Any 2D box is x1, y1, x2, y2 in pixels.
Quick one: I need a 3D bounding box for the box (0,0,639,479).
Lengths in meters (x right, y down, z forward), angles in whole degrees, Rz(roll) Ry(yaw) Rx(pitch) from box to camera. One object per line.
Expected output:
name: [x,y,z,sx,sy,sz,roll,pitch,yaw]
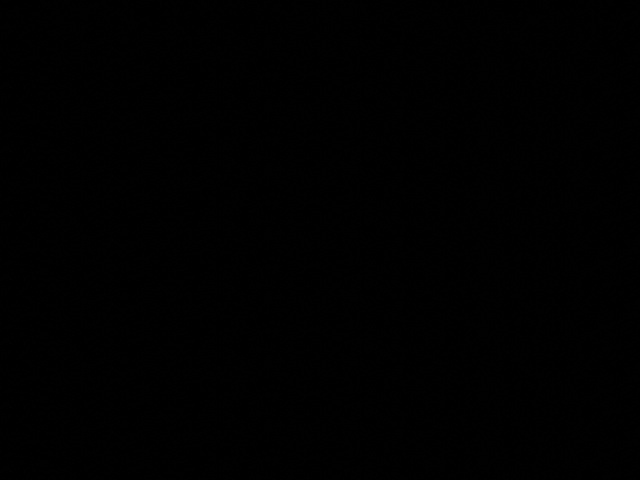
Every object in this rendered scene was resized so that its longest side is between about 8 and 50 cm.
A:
box: [-0.028,0.160,0.110,0.297,0.471,0.480,-13,-12,26]
